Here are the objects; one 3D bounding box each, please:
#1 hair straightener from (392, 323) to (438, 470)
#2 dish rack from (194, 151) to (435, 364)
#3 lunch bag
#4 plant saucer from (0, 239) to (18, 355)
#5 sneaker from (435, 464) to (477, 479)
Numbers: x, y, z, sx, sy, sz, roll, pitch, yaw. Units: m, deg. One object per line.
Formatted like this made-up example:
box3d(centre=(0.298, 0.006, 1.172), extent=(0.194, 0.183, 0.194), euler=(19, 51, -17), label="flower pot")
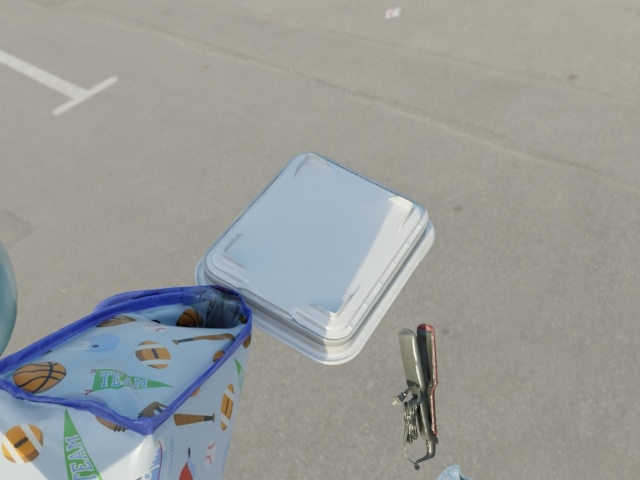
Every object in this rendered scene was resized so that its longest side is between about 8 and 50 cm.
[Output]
box3d(centre=(0.140, 0.249, 1.112), extent=(0.089, 0.230, 0.047), euler=(-5, 7, -35), label="hair straightener")
box3d(centre=(0.000, 0.000, 1.091), extent=(0.285, 0.072, 0.333), euler=(28, 56, 15), label="dish rack")
box3d(centre=(-0.219, 0.250, 0.880), extent=(0.239, 0.328, 0.385), euler=(15, 17, 14), label="lunch bag")
box3d(centre=(-0.314, 0.028, 0.551), extent=(0.037, 0.195, 0.195), euler=(-23, 32, 32), label="plant saucer")
box3d(centre=(0.248, 0.418, 1.125), extent=(0.152, 0.054, 0.061), euler=(38, 96, 19), label="sneaker")
